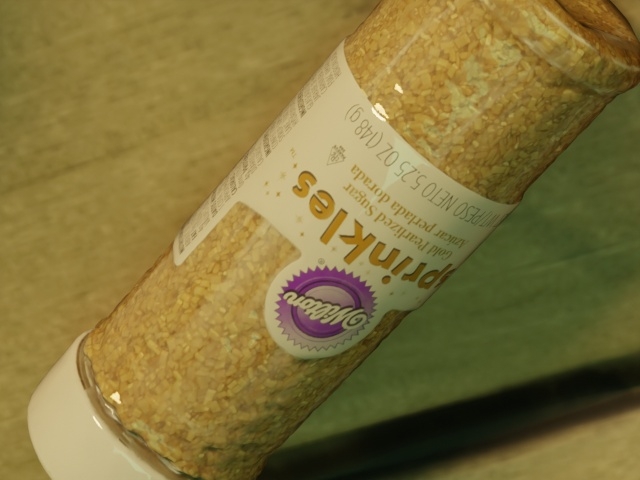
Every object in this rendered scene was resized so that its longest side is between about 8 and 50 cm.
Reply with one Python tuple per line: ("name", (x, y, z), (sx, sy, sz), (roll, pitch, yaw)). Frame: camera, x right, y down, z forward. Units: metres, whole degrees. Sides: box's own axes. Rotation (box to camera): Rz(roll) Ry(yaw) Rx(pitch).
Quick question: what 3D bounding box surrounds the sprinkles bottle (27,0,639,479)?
("sprinkles bottle", (0.000, 0.000, 0.950), (0.121, 0.121, 0.355), (38, 112, -9))
